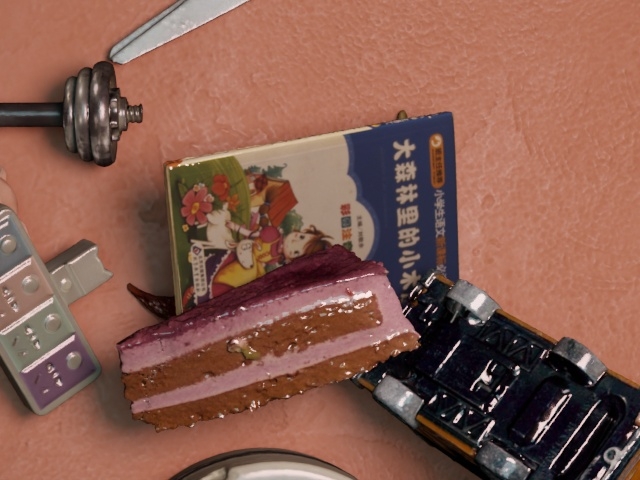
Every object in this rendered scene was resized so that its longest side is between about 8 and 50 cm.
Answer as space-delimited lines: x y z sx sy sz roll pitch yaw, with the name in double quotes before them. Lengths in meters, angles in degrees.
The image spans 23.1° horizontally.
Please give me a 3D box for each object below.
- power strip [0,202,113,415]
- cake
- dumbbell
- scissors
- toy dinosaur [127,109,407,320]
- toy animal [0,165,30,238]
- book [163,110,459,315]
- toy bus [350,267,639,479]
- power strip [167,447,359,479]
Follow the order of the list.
"power strip" -0.287 0.055 1.601 0.145 0.061 0.216 -34 117 -20
"cake" -0.059 0.096 1.562 0.295 0.113 0.116 -19 113 -5
"dumbbell" -0.311 -0.129 1.617 0.254 0.110 0.110 -1 87 -2
"scissors" -0.037 -0.309 1.695 0.447 0.029 0.193 -32 91 -9
"toy dinosaur" -0.026 -0.020 1.660 0.206 0.113 0.327 31 94 -31
"toy animal" -0.378 -0.031 1.615 0.150 0.089 0.083 -4 111 -11
"book" 0.000 0.000 1.606 0.322 0.018 0.228 -13 113 -22
"toy bus" 0.207 0.179 1.551 0.162 0.323 0.194 -52 134 -8
"power strip" -0.052 0.395 1.592 0.357 0.161 0.357 0 88 -9
